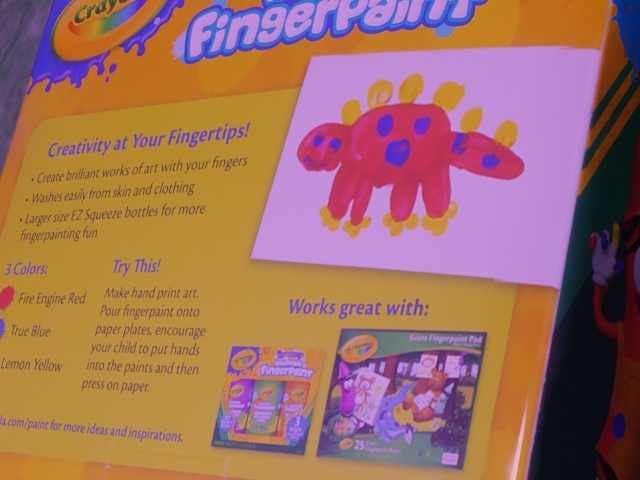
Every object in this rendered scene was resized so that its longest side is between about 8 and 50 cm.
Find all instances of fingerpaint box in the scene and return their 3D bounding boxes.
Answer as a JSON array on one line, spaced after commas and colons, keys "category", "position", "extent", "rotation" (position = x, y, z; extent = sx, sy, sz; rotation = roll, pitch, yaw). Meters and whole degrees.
[{"category": "fingerpaint box", "position": [0.000, 0.000, 0.871], "extent": [0.445, 0.163, 0.371], "rotation": [-2, 68, 40]}]
